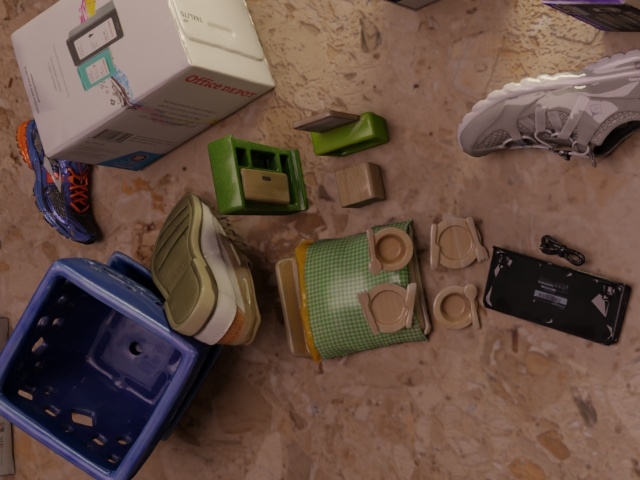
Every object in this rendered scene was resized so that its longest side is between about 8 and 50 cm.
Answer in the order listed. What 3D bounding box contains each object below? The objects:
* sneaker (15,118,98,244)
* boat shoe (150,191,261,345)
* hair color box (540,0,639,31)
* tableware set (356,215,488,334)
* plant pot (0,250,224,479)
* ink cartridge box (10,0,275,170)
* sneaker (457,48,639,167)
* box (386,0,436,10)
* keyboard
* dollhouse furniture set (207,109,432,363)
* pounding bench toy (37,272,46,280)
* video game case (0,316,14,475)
[{"bbox_3d":[-0.378,-0.095,2.124,0.087,0.083,0.221,-29,76,20],"label":"sneaker"},{"bbox_3d":[-0.152,0.046,1.916,0.113,0.103,0.302,-52,27,21],"label":"boat shoe"},{"bbox_3d":[0.346,-0.416,1.615,0.110,0.185,0.338,5,90,33],"label":"hair color box"},{"bbox_3d":[0.127,0.045,1.785,0.169,0.020,0.141,-4,96,-2],"label":"tableware set"},{"bbox_3d":[-0.273,0.160,1.941,0.236,0.212,0.236,33,107,9],"label":"plant pot"},{"bbox_3d":[-0.243,-0.247,1.974,0.270,0.198,0.197,-28,73,27],"label":"ink cartridge box"},{"bbox_3d":[0.289,-0.137,1.683,0.281,0.105,0.115,-17,79,30],"label":"sneaker"},{"bbox_3d":[0.104,-0.364,1.705,0.169,0.290,0.087,-19,79,28],"label":"box"},{"bbox_3d":[0.284,0.051,1.727,0.180,0.023,0.108,17,103,31],"label":"keyboard"},{"bbox_3d":[0.000,0.000,1.833,0.198,0.151,0.301,-16,79,31],"label":"dollhouse furniture set"},{"bbox_3d":[-0.371,0.080,2.124,0.083,0.052,0.065,-4,86,32],"label":"pounding bench toy"},{"bbox_3d":[-0.604,0.252,2.259,0.270,0.061,0.244,-7,85,32],"label":"video game case"}]
